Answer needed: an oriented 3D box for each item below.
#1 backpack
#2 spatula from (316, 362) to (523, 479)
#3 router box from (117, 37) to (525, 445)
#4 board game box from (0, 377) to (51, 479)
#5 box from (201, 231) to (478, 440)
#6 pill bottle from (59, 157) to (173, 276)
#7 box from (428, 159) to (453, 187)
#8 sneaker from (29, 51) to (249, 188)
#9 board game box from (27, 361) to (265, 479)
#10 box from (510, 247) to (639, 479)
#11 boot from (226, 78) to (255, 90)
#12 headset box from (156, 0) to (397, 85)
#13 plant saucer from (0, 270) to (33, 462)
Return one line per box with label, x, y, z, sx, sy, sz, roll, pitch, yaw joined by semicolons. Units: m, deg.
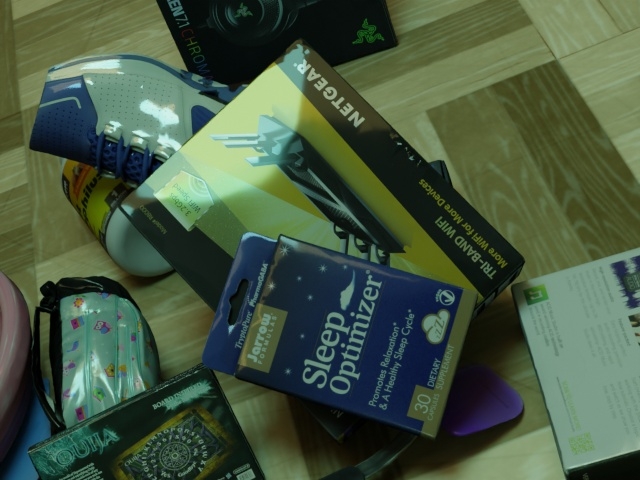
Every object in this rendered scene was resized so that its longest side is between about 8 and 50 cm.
backpack;-0.215;0.138;1.353;0.115;0.152;0.182;-15;47;3
spatula;0.053;0.193;1.222;0.296;0.030;0.084;-29;42;-19
router box;0.000;0.000;1.294;0.243;0.081;0.309;-44;79;-6
board game box;-0.307;0.218;1.366;0.133;0.033;0.169;-37;38;17
box;0.014;0.081;1.216;0.225;0.036;0.137;16;80;9
pill bottle;-0.227;-0.057;1.575;0.117;0.117;0.215;-33;42;-11
box;0.036;0.020;1.419;0.232;0.059;0.183;-15;43;10
sneaker;-0.145;-0.079;1.416;0.315;0.127;0.182;7;53;-10
board game box;-0.161;0.208;1.268;0.186;0.126;0.026;-26;7;-4
box;0.350;0.090;1.210;0.321;0.058;0.232;-17;42;9
boot;-0.106;-0.160;1.671;0.207;0.090;0.248;-35;43;-26
headset box;-0.057;-0.334;1.695;0.283;0.246;0.131;-17;41;6
plant saucer;-0.417;0.176;1.398;0.332;0.084;0.332;-23;43;23
